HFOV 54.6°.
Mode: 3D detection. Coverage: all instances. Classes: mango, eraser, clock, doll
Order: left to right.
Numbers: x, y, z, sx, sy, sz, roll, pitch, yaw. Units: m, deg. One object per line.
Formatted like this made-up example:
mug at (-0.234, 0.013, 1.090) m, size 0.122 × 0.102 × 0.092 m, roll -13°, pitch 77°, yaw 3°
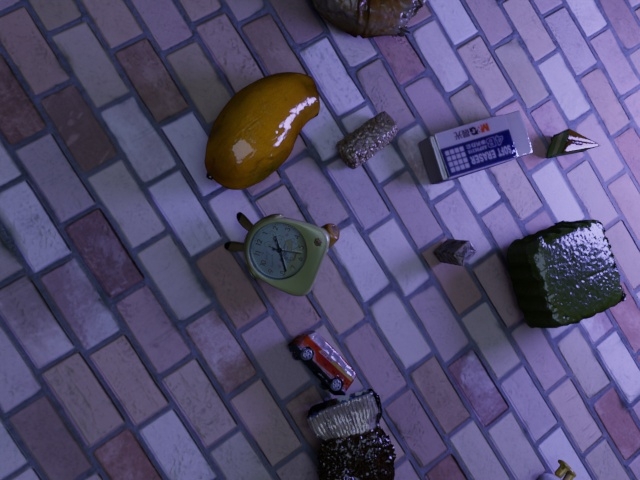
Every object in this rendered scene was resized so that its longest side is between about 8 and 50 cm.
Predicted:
mango at (-0.137, -0.266, 1.444) m, size 0.187 × 0.144 × 0.359 m, roll 41°, pitch 69°, yaw -21°
clock at (-0.104, 0.017, 1.441) m, size 0.232 × 0.069 × 0.170 m, roll 22°, pitch 98°, yaw 0°
eraser at (0.407, -0.243, 1.623) m, size 0.278 × 0.081 × 0.124 m, roll -18°, pitch 89°, yaw -16°
doll at (0.556, 0.695, 1.565) m, size 0.138 × 0.119 × 0.293 m, roll 46°, pitch 69°, yaw -24°

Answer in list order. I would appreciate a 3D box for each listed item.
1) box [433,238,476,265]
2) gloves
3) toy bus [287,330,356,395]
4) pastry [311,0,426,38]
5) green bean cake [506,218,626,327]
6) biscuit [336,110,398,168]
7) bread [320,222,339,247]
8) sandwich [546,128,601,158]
box at (0.340, 0.029, 1.569) m, size 0.062 × 0.098 × 0.045 m, roll -41°, pitch 106°, yaw -17°
gloves at (0.075, 0.509, 1.431) m, size 0.210 × 0.135 × 0.312 m, roll -18°, pitch 93°, yaw -23°
toy bus at (0.005, 0.286, 1.465) m, size 0.174 × 0.079 × 0.077 m, roll 47°, pitch 66°, yaw -6°
pastry at (0.118, -0.666, 1.554) m, size 0.329 × 0.136 × 0.330 m, roll 1°, pitch 85°, yaw -14°
green bean cake at (0.629, 0.086, 1.616) m, size 0.249 × 0.156 × 0.247 m, roll -19°, pitch 91°, yaw -17°
biscuit at (0.119, -0.251, 1.552) m, size 0.168 × 0.070 × 0.082 m, roll -36°, pitch 86°, yaw -14°
bread at (-0.001, 0.000, 1.507) m, size 0.049 × 0.103 × 0.062 m, roll 38°, pitch 32°, yaw -20°
sandwich at (0.698, -0.245, 1.711) m, size 0.116 × 0.074 × 0.074 m, roll 21°, pitch 77°, yaw -14°
